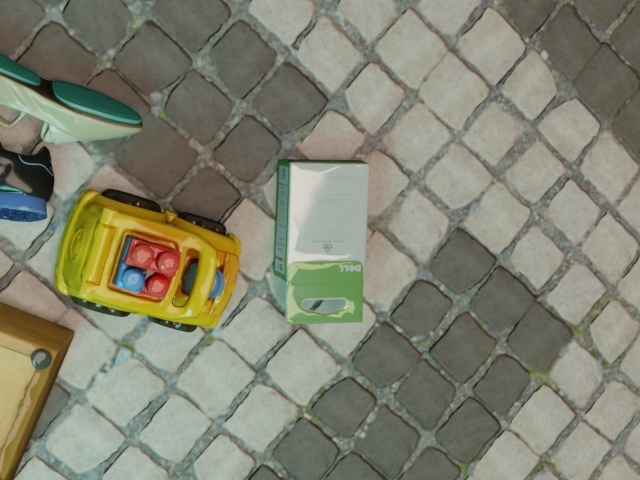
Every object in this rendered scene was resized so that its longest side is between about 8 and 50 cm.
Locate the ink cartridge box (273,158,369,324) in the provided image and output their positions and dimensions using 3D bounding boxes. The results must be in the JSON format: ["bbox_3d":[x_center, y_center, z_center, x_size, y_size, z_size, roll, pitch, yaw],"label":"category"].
[{"bbox_3d":[0.000,0.000,1.704,0.109,0.062,0.209,0,96,-19],"label":"ink cartridge box"}]

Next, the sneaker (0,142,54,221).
[{"bbox_3d":[-0.431,-0.082,1.549,0.232,0.081,0.090,8,74,-16],"label":"sneaker"}]

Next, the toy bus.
[{"bbox_3d":[-0.188,0.032,1.568,0.220,0.211,0.149,17,89,-21],"label":"toy bus"}]

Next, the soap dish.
[{"bbox_3d":[-0.460,0.165,1.538,0.291,0.118,0.229,24,88,-21],"label":"soap dish"}]

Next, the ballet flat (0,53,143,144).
[{"bbox_3d":[-0.338,-0.162,1.573,0.248,0.086,0.086,24,88,-18],"label":"ballet flat"}]
